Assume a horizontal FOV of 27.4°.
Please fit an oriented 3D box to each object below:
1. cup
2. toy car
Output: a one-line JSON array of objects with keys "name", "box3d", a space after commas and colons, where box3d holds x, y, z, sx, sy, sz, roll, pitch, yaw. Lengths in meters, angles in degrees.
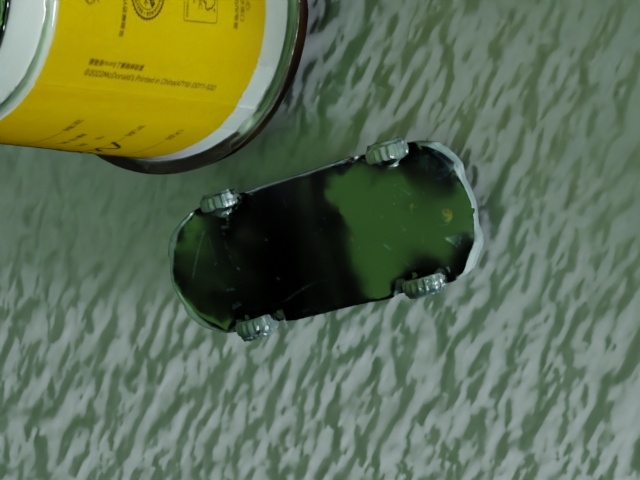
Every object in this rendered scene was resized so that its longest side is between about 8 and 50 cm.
[{"name": "cup", "box3d": [-0.137, -0.129, 0.722, 0.196, 0.280, 0.196, 3, 97, 25]}, {"name": "toy car", "box3d": [0.000, 0.000, 0.808, 0.205, 0.056, 0.095, -15, 94, 26]}]
